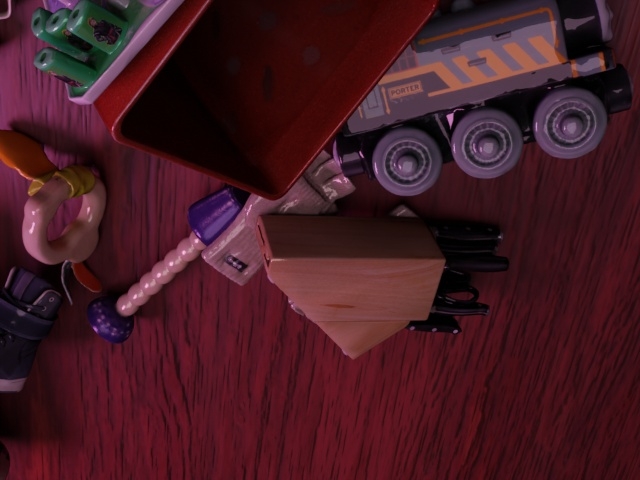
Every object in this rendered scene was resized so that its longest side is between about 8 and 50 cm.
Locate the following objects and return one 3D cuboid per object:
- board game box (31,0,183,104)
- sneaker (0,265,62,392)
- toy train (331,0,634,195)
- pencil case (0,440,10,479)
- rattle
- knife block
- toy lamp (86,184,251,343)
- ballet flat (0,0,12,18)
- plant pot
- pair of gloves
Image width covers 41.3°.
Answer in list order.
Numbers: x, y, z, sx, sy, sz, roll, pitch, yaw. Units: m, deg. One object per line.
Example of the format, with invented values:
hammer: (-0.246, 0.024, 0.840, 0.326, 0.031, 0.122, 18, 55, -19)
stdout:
board game box: (-0.131, -0.366, 0.685, 0.390, 0.390, 0.050, -41, 141, 21)
sneaker: (-0.413, 0.108, 1.041, 0.086, 0.226, 0.163, 32, 94, 16)
toy train: (0.165, -0.170, 0.928, 0.334, 0.142, 0.190, -13, 108, 10)
pencil case: (-0.541, 0.183, 1.141, 0.159, 0.183, 0.410, 3, 122, 11)
rattle: (-0.350, -0.023, 1.077, 0.142, 0.130, 0.200, 16, 146, 7)
knife block: (0.091, 0.020, 1.016, 0.242, 0.088, 0.276, -35, 128, 10)
toy lamp: (-0.190, 0.027, 1.089, 0.274, 0.080, 0.080, -38, 110, 22)
ballet flat: (-0.397, -0.247, 0.950, 0.087, 0.083, 0.247, 17, 121, -21)
plant pot: (-0.092, -0.234, 0.803, 0.267, 0.267, 0.236, -49, 62, 12)
pair of gloves: (0.000, 0.000, 1.056, 0.240, 0.042, 0.204, 30, 113, -32)
